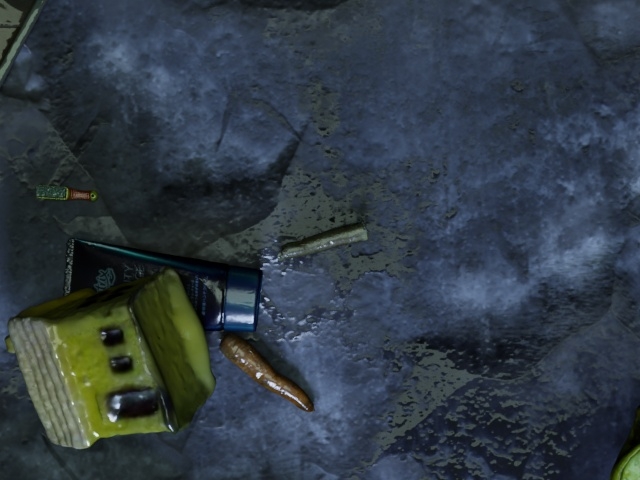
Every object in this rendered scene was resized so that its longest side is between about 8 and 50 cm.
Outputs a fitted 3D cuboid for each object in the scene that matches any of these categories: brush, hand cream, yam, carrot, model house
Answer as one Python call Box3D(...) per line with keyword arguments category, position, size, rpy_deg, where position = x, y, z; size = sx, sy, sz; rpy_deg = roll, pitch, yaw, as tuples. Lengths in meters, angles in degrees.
Box3D(category="brush", position=(-0.346, -0.064, 1.960), size=(0.083, 0.021, 0.018), rpy_deg=(5, 85, -4))
Box3D(category="hand cream", position=(-0.216, 0.069, 1.953), size=(0.271, 0.061, 0.120), rpy_deg=(6, 94, 4))
Box3D(category="yam", position=(0.000, 0.000, 1.974), size=(0.130, 0.027, 0.033), rpy_deg=(-14, 128, -6))
Box3D(category="carrot", position=(-0.073, 0.184, 1.963), size=(0.165, 0.035, 0.035), rpy_deg=(40, 86, -4))
Box3D(category="model house", position=(-0.284, 0.158, 1.884), size=(0.234, 0.175, 0.193), rpy_deg=(-12, 104, 23))

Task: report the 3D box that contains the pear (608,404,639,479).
Box3D(category="pear", position=(0.474, 0.342, 1.931), size=(0.238, 0.164, 0.255), rpy_deg=(-29, 85, 6))

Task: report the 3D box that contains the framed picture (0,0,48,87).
Box3D(category="framed picture", position=(-0.574, -0.307, 1.954), size=(0.335, 0.022, 0.247), rpy_deg=(28, 86, -2))
